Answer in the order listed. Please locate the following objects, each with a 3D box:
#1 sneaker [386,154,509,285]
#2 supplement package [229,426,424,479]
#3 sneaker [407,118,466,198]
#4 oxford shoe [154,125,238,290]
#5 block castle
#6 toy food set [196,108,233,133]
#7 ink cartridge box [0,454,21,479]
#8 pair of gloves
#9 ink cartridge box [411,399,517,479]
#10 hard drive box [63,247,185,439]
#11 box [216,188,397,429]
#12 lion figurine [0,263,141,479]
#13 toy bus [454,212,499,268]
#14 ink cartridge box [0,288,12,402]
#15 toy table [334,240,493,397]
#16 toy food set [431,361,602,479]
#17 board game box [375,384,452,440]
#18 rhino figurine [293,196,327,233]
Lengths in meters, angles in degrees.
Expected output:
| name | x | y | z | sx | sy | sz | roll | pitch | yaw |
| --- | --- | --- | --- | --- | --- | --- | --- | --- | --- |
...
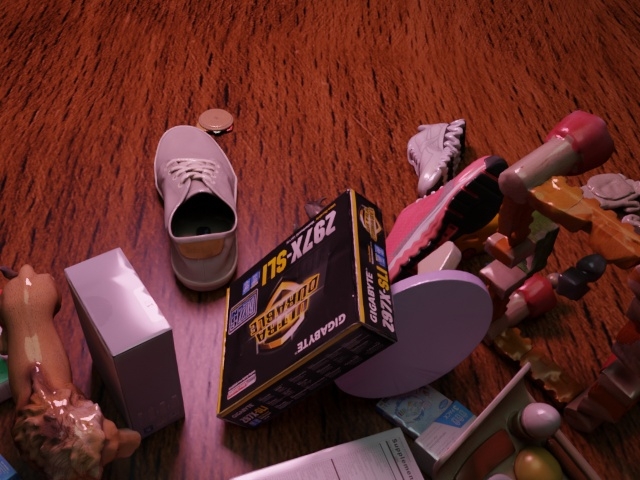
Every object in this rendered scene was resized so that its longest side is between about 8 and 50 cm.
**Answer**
| name | x | y | z | sx | sy | sz | roll | pitch | yaw |
| --- | --- | --- | --- | --- | --- | --- | --- | --- | --- |
| sneaker | 0.207 | -0.048 | 1.254 | 0.314 | 0.116 | 0.136 | -49 | 41 | 11 |
| supplement package | 0.015 | 0.371 | 0.910 | 0.244 | 0.133 | 0.139 | -12 | 48 | -15 |
| sneaker | 0.240 | -0.172 | 1.479 | 0.118 | 0.110 | 0.292 | 9 | 35 | 16 |
| oxford shoe | -0.243 | -0.102 | 1.349 | 0.169 | 0.130 | 0.449 | -7 | 46 | -9 |
| block castle | 0.417 | 0.059 | 1.028 | 0.213 | 0.453 | 0.303 | -32 | 55 | -20 |
| toy food set | -0.243 | -0.278 | 1.589 | 0.083 | 0.020 | 0.083 | 8 | 46 | 3 |
| ink cartridge box | -0.494 | 0.349 | 0.946 | 0.089 | 0.052 | 0.122 | 33 | 53 | 24 |
| pair of gloves | 0.650 | -0.052 | 1.434 | 0.204 | 0.042 | 0.240 | -23 | 50 | -20 |
| ink cartridge box | 0.236 | 0.339 | 1.009 | 0.181 | 0.061 | 0.104 | 38 | 55 | 27 |
| hard drive box | -0.289 | 0.159 | 1.020 | 0.089 | 0.232 | 0.181 | -25 | 54 | -25 |
| box | -0.031 | 0.107 | 1.048 | 0.079 | 0.322 | 0.257 | 31 | 39 | -29 |
| lion figurine | -0.392 | 0.167 | 0.958 | 0.142 | 0.240 | 0.392 | -22 | 75 | -26 |
| toy bus | 0.332 | -0.039 | 1.350 | 0.191 | 0.104 | 0.202 | 23 | 49 | 16 |
| ink cartridge box | -0.555 | 0.168 | 1.115 | 0.181 | 0.056 | 0.225 | -28 | 56 | -28 |
| toy table | 0.134 | 0.117 | 1.093 | 0.274 | 0.252 | 0.160 | -27 | 26 | 13 |
| toy food set | 0.318 | 0.349 | 0.926 | 0.220 | 0.092 | 0.306 | -36 | 83 | -32 |
| board game box | 0.151 | 0.267 | 1.100 | 0.090 | 0.020 | 0.090 | 33 | 52 | 26 |
| rhino figurine | 0.000 | 0.000 | 1.308 | 0.107 | 0.073 | 0.243 | 3 | 45 | 3 |
